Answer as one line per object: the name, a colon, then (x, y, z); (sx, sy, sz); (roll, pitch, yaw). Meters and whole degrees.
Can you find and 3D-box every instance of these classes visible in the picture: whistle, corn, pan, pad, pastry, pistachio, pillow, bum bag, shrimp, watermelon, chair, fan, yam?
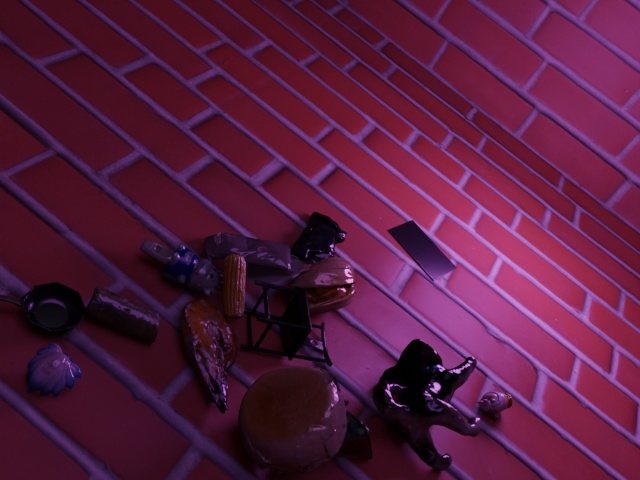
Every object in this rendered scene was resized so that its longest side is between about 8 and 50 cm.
whistle: (-0.359, 0.066, 1.786); (0.244, 0.092, 0.110); (32, 41, -7)
corn: (-0.226, 0.122, 1.781); (0.063, 0.085, 0.165); (3, 76, -17)
pan: (-0.638, 0.141, 1.533); (0.202, 0.048, 0.128); (30, 37, -10)
pad: (0.367, 0.032, 2.442); (0.245, 0.006, 0.170); (50, 39, 16)
pastry: (-0.060, 0.406, 1.552); (0.264, 0.133, 0.265); (-13, 38, 10)
pistachio: (0.005, 0.131, 1.957); (0.229, 0.157, 0.157); (-16, 60, -35)
pillow: (-0.199, 0.024, 1.908); (0.254, 0.059, 0.169); (10, 21, -7)
bum bag: (0.000, 0.000, 2.141); (0.137, 0.074, 0.310); (24, 32, 3)
shrimp: (-0.256, 0.280, 1.673); (0.164, 0.062, 0.317); (9, 46, -40)
watermelon: (0.065, 0.458, 1.656); (0.202, 0.207, 0.136); (22, 64, -42)
chair: (-0.072, 0.224, 1.804); (0.260, 0.141, 0.155); (15, 39, -22)
fan: (-0.068, 0.080, 1.908); (0.310, 0.010, 0.182); (0, 27, 19)
yam: (-0.463, 0.175, 1.607); (0.179, 0.078, 0.078); (25, 39, -12)

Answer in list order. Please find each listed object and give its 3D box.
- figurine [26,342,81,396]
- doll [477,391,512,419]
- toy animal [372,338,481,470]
figurine: (-0.571, 0.281, 1.430); (0.114, 0.079, 0.114); (2, 79, -12)
doll: (0.517, 0.493, 2.028); (0.127, 0.073, 0.084); (4, 79, -37)
toy animal: (0.273, 0.394, 1.843); (0.302, 0.194, 0.344); (32, 32, -14)
